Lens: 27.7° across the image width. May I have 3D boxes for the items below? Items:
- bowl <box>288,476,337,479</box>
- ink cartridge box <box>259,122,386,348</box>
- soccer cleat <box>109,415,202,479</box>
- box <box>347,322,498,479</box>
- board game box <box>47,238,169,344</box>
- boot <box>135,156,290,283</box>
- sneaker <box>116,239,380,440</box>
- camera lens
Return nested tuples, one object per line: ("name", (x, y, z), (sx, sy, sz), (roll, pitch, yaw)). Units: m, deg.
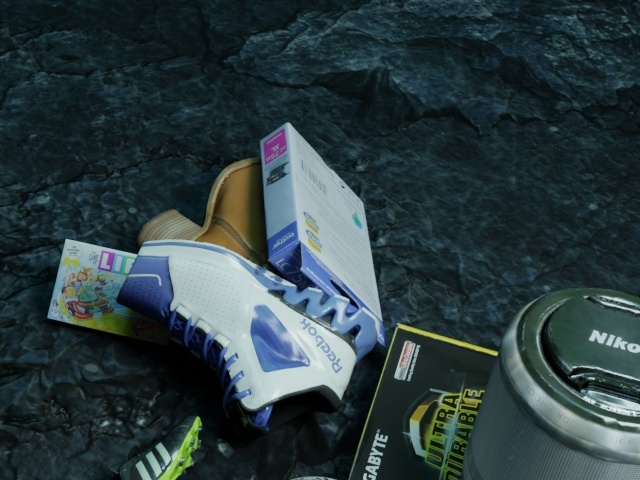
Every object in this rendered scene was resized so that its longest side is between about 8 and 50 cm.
("bowl", (-0.017, 0.316, 1.332), (0.170, 0.080, 0.170), (-4, 65, 8))
("ink cartridge box", (0.000, 0.000, 1.720), (0.065, 0.186, 0.311), (-33, 35, 17))
("soccer cleat", (-0.190, 0.254, 1.446), (0.072, 0.060, 0.179), (19, 42, 13))
("box", (0.172, 0.256, 1.516), (0.257, 0.079, 0.322), (17, 39, 5))
("board game box", (-0.257, 0.065, 1.635), (0.154, 0.104, 0.026), (12, -4, 2))
("boot", (-0.080, 0.005, 1.744), (0.220, 0.109, 0.283), (35, 38, 21))
("sneaker", (-0.097, 0.128, 1.524), (0.315, 0.127, 0.182), (19, 58, -2))
("camera lens", (0.268, 0.202, 1.324), (0.219, 0.274, 0.219), (7, 39, -6))
